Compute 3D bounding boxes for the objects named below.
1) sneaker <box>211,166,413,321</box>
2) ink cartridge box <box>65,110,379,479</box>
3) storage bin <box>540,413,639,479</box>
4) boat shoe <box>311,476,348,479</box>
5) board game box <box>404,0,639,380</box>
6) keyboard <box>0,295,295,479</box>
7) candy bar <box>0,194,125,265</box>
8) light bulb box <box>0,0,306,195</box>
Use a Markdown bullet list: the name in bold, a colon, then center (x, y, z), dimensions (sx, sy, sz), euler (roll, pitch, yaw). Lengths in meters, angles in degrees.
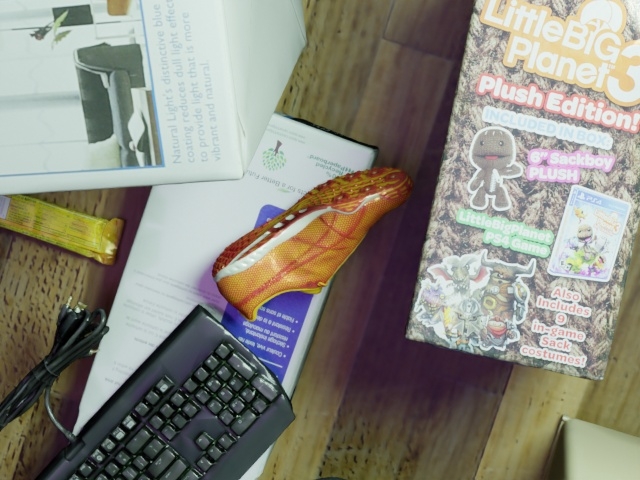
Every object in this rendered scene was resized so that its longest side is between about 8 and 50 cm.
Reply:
- **sneaker**: center (0.000, 0.000, 1.225), dimensions (0.175, 0.064, 0.067), euler (-31, 111, 14)
- **ink cartridge box**: center (-0.082, 0.052, 1.294), dimensions (0.165, 0.065, 0.332), euler (21, 97, 4)
- **storage bin**: center (0.204, 0.288, 1.182), dimensions (0.123, 0.262, 0.260), euler (17, 98, 6)
- **boat shoe**: center (-0.028, 0.418, 1.286), dimensions (0.187, 0.156, 0.500), euler (11, 109, 1)
- **board game box**: center (0.164, -0.069, 1.165), dimensions (0.141, 0.232, 0.291), euler (12, 98, 5)
- **keyboard**: center (-0.188, 0.177, 1.273), dimensions (0.201, 0.033, 0.317), euler (43, 98, 2)
- **candy bar**: center (-0.246, -0.021, 1.328), dimensions (0.161, 0.018, 0.040), euler (18, 94, 5)
- **light bulb box**: center (-0.215, -0.185, 1.119), dimensions (0.361, 0.358, 0.225), euler (-3, 110, 7)
